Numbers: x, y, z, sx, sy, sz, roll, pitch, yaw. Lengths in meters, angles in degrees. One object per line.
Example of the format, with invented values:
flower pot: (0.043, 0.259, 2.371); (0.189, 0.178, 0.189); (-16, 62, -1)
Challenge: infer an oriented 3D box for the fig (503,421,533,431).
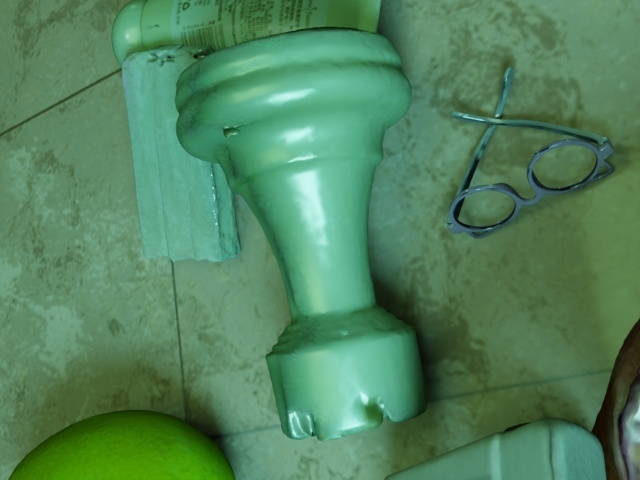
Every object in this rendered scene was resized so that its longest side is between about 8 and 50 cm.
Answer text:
fig: (0.154, 0.173, 0.601); (0.074, 0.074, 0.088); (18, 121, 37)

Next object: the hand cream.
hand cream: (-0.072, -0.217, 0.813); (0.306, 0.093, 0.147); (-5, 64, 35)

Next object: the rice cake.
rice cake: (-0.137, -0.083, 0.824); (0.124, 0.038, 0.211); (3, 108, 36)

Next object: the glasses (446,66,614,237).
glasses: (0.151, -0.074, 0.667); (0.140, 0.062, 0.104); (-31, 44, 29)

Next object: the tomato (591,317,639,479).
tomato: (0.286, 0.152, 0.444); (0.289, 0.176, 0.335); (-11, 85, 4)

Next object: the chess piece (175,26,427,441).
chess piece: (0.000, 0.000, 0.683); (0.194, 0.194, 0.299); (-15, 84, 34)

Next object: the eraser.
eraser: (0.092, 0.175, 0.513); (0.352, 0.061, 0.089); (116, 157, -66)

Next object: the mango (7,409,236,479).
mango: (-0.193, 0.253, 0.797); (0.273, 0.149, 0.185); (-36, 56, 21)
